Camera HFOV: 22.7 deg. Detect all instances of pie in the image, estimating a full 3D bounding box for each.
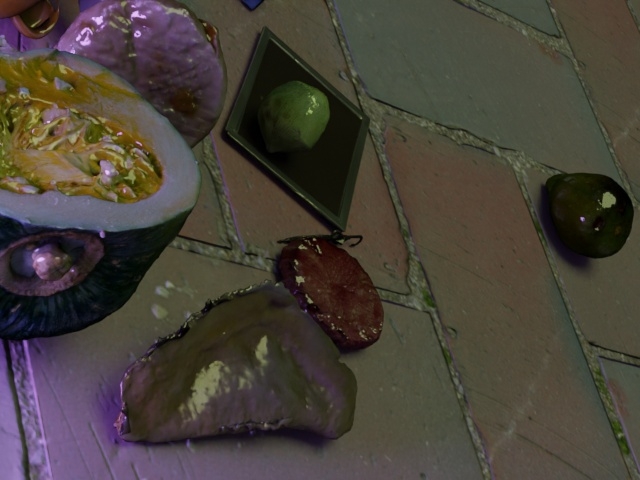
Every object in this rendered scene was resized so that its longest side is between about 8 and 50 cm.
[{"bbox_3d":[0.014,0.060,1.835,0.154,0.036,0.154,33,37,-29],"label":"pie"}]

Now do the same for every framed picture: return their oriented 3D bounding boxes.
[{"bbox_3d":[-0.025,-0.142,2.002,0.197,0.014,0.252,40,34,-19],"label":"framed picture"}]

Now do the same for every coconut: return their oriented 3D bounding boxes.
[{"bbox_3d":[-0.034,-0.145,1.904,0.088,0.096,0.088,36,-4,3],"label":"coconut"}]

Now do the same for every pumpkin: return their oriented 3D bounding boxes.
[{"bbox_3d":[-0.275,-0.032,1.415,0.293,0.197,0.263,4,43,-42],"label":"pumpkin"}]

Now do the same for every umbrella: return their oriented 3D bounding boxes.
[{"bbox_3d":[0.003,-0.003,1.897,0.149,0.022,0.022,2,43,-51],"label":"umbrella"}]

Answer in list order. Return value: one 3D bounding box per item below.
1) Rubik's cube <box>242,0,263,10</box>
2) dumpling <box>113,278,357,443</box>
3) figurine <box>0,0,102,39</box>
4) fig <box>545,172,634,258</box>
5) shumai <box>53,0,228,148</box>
[{"bbox_3d":[-0.080,-0.376,2.085,0.092,0.092,0.092,44,33,-14],"label":"Rubik's cube"},{"bbox_3d":[-0.087,0.120,1.604,0.332,0.086,0.166,8,86,-49],"label":"dumpling"},{"bbox_3d":[-0.292,-0.347,1.673,0.342,0.167,0.285,46,58,-20],"label":"figurine"},{"bbox_3d":[0.385,-0.047,2.370,0.123,0.123,0.156,13,11,-46],"label":"fig"},{"bbox_3d":[-0.196,-0.173,1.693,0.201,0.201,0.120,37,8,-24],"label":"shumai"}]
